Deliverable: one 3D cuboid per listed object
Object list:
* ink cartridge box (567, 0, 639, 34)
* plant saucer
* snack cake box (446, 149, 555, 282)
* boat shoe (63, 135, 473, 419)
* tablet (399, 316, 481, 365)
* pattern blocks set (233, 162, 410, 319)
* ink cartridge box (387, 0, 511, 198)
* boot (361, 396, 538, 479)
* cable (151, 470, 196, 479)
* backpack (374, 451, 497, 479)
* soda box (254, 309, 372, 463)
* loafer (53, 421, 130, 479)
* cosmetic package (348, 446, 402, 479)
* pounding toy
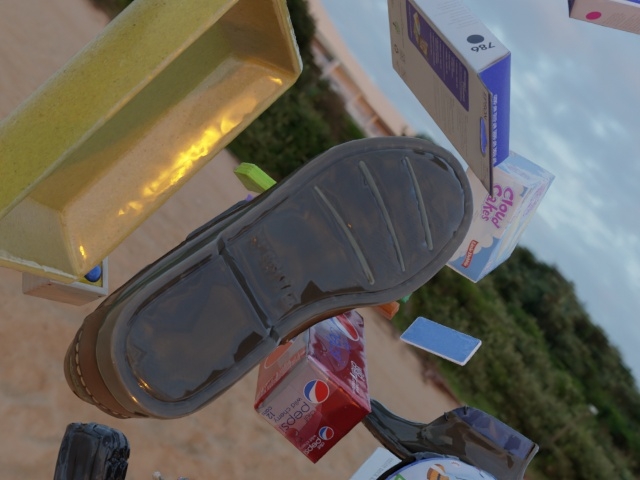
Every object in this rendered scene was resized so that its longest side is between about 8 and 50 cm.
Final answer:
[{"bbox_3d":[0.424,-0.365,1.508,0.370,0.176,0.069,9,-24,-24],"label":"ink cartridge box"},{"bbox_3d":[-0.172,-0.110,1.027,0.081,0.332,0.333,46,-2,7],"label":"plant saucer"},{"bbox_3d":[0.247,-0.043,1.611,0.089,0.152,0.264,32,16,13],"label":"snack cake box"},{"bbox_3d":[-0.032,0.014,0.740,0.104,0.307,0.111,-13,-79,55],"label":"boat shoe"},{"bbox_3d":[0.139,0.117,1.306,0.083,0.054,0.006,20,-54,24],"label":"tablet"},{"bbox_3d":[0.000,0.000,1.441,0.285,0.026,0.325,46,-11,-29],"label":"pattern blocks set"},{"bbox_3d":[0.176,-0.216,1.458,0.333,0.065,0.165,-117,-166,-45],"label":"ink cartridge box"},{"bbox_3d":[0.138,0.219,1.274,0.219,0.106,0.082,36,-8,20],"label":"boot"},{"bbox_3d":[-0.221,0.400,1.482,0.072,0.139,0.287,25,-38,10],"label":"cable"},{"bbox_3d":[0.095,0.337,1.035,0.213,0.263,0.276,34,6,38],"label":"backpack"},{"bbox_3d":[-0.007,0.129,1.220,0.092,0.083,0.263,43,13,-11],"label":"soda box"},{"bbox_3d":[-0.269,0.306,1.209,0.078,0.223,0.076,9,-12,21],"label":"loafer"},{"bbox_3d":[0.171,0.559,1.600,0.393,0.328,0.329,17,23,23],"label":"cosmetic package"},{"bbox_3d":[-0.390,0.011,1.726,0.130,0.100,0.141,18,60,-47],"label":"pounding toy"}]
